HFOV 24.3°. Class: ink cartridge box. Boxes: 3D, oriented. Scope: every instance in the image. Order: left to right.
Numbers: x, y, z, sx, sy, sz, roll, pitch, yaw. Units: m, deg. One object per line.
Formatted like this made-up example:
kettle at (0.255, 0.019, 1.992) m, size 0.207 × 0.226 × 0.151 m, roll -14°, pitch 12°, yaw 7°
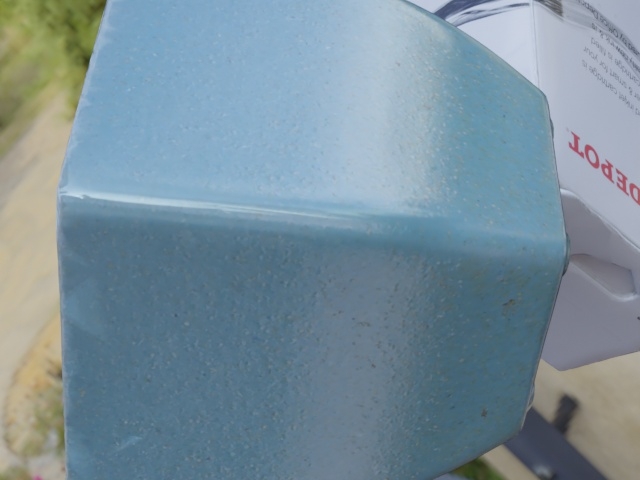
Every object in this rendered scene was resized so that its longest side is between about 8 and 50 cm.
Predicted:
ink cartridge box at (0.183, -0.130, 1.222) m, size 0.166 × 0.285 × 0.395 m, roll -22°, pitch 53°, yaw 34°

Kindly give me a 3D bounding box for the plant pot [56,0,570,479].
plant pot at (0.000, 0.000, 0.830) m, size 0.248 × 0.252 × 0.247 m, roll -87°, pitch 2°, yaw -49°
